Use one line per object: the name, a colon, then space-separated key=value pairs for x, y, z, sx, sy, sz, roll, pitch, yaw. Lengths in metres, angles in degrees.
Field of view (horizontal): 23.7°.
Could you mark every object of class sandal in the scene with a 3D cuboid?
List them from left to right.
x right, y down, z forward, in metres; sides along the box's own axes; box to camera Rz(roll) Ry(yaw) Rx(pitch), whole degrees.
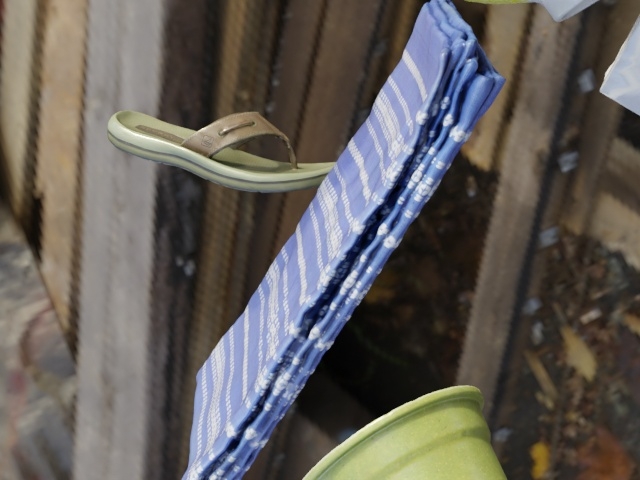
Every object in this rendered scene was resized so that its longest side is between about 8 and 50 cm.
sandal: x=-0.117 y=-0.122 z=1.863 sx=0.303 sy=0.120 sz=0.086 roll=16 pitch=104 yaw=10

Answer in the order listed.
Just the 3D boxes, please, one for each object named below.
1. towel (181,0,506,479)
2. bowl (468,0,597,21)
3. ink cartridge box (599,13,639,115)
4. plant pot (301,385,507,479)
towel: x=0.000 y=0.000 z=0.972 sx=0.040 sy=0.243 sz=0.336 roll=31 pitch=104 yaw=-10
bowl: x=0.194 y=-0.269 z=1.212 sx=0.156 sy=0.289 sz=0.289 roll=58 pitch=143 yaw=2
ink cartridge box: x=0.429 y=-0.286 z=1.379 sx=0.160 sy=0.279 sz=0.384 roll=32 pitch=155 yaw=7
plant pot: x=0.146 y=0.358 z=1.861 sx=0.254 sy=0.276 sz=0.276 roll=57 pitch=143 yaw=24
